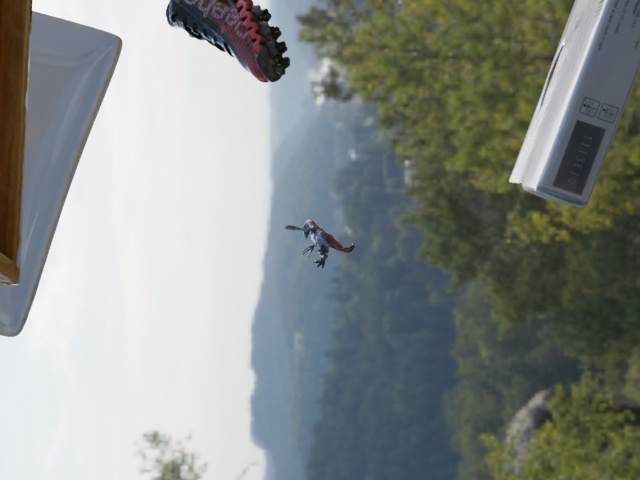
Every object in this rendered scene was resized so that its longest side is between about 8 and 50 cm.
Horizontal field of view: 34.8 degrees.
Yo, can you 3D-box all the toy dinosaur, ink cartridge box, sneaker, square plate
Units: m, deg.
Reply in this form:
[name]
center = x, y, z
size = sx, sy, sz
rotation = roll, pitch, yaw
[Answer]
[toy dinosaur]
center = 0.000, 0.000, 1.338
size = 0.082, 0.090, 0.047
rotation = -91, -4, -51
[ink cartridge box]
center = 0.291, -0.177, 1.117
size = 0.239, 0.060, 0.275
rotation = -42, -29, -84
[sneaker]
center = -0.148, -0.323, 1.496
size = 0.276, 0.135, 0.097
rotation = 59, -172, 21
[square plate]
center = -0.424, -0.105, 1.084
size = 0.049, 0.347, 0.344
rotation = 109, 177, -78

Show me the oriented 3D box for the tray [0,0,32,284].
[tray]
center = -0.239, -0.193, 0.622
size = 0.203, 0.076, 0.411
rotation = 84, -176, -77
